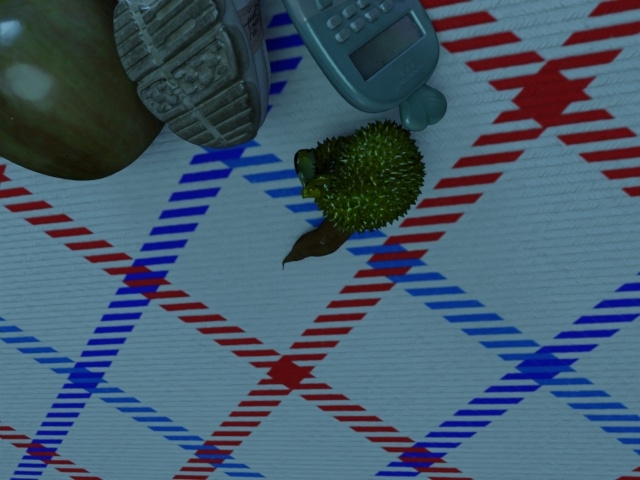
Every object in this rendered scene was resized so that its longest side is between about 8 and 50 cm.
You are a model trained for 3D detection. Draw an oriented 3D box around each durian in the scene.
[{"bbox_3d":[0.064,-0.080,0.651,0.159,0.198,0.146,-19,103,12],"label":"durian"}]

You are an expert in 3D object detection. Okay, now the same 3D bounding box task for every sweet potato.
[{"bbox_3d":[0.000,0.000,0.792,0.194,0.056,0.056,-33,107,30],"label":"sweet potato"}]

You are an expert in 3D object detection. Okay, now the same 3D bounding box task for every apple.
[{"bbox_3d":[-0.334,-0.208,0.645,0.256,0.257,0.234,-32,137,24],"label":"apple"}]

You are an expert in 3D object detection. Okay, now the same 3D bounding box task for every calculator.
[{"bbox_3d":[0.055,-0.259,0.585,0.295,0.184,0.042,54,151,-14],"label":"calculator"}]

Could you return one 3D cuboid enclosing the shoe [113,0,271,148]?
[{"bbox_3d":[-0.131,-0.293,0.571,0.171,0.198,0.351,-1,120,33],"label":"shoe"}]
